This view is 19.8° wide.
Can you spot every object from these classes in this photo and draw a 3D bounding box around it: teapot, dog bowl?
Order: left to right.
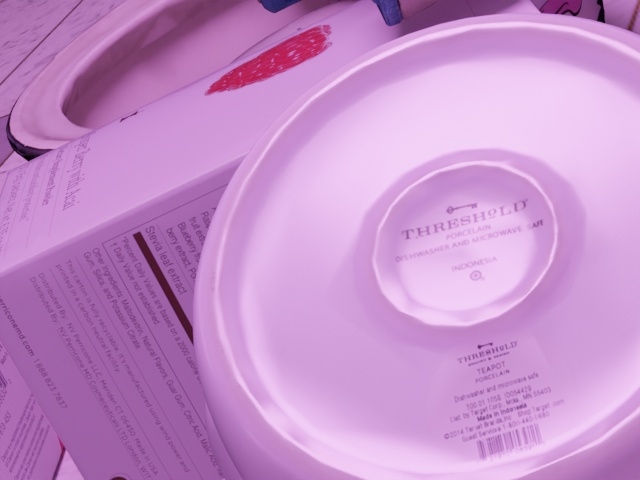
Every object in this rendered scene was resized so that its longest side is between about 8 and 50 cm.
[{"bbox_3d":[0.007,-0.108,1.207,0.408,0.150,0.408,-24,22,10],"label":"dog bowl"},{"bbox_3d":[0.086,0.044,0.739,0.256,0.187,0.252,25,72,33],"label":"teapot"}]

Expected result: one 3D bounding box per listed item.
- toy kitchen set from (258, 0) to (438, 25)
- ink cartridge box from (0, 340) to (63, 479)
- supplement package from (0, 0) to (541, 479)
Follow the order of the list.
[{"bbox_3d":[0.017,-0.151,0.936,0.122,0.166,0.207,-25,-21,4],"label":"toy kitchen set"},{"bbox_3d":[-0.243,0.044,1.037,0.100,0.237,0.172,-22,22,14],"label":"ink cartridge box"},{"bbox_3d":[0.000,0.000,0.929,0.293,0.175,0.177,-25,19,6],"label":"supplement package"}]
